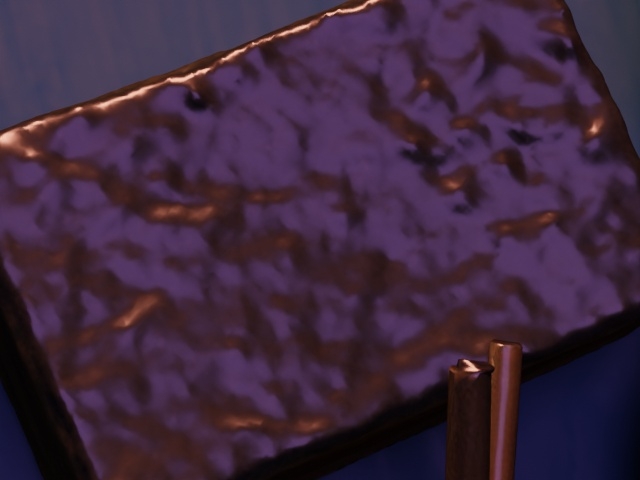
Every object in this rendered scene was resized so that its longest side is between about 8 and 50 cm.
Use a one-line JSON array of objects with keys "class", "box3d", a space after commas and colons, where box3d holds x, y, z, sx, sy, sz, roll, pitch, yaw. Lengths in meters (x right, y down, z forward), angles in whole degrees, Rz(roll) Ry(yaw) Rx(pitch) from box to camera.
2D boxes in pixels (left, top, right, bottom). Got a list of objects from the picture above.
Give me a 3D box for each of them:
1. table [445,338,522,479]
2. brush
[{"class": "table", "box3d": [0.119, 0.102, 0.484, 0.240, 0.121, 0.111, 14, 95, 11]}, {"class": "brush", "box3d": [0.000, 0.000, 0.573, 0.197, 0.059, 0.123, -23, 81, -15]}]
